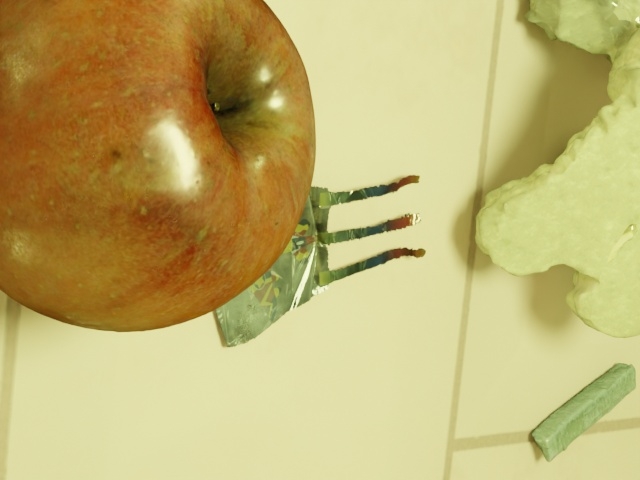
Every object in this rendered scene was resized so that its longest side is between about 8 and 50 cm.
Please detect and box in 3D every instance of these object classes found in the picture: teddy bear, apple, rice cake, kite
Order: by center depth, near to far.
[{"bbox_3d":[-0.132,-0.067,0.874,0.253,0.253,0.254,-9,103,-43],"label":"apple"},{"bbox_3d":[-0.001,0.000,1.141,0.245,0.015,0.141,-13,107,-38],"label":"kite"},{"bbox_3d":[0.319,-0.157,1.351,0.327,0.362,0.375,32,114,-22],"label":"teddy bear"},{"bbox_3d":[0.284,0.181,1.438,0.170,0.029,0.033,-30,121,-37],"label":"rice cake"}]
